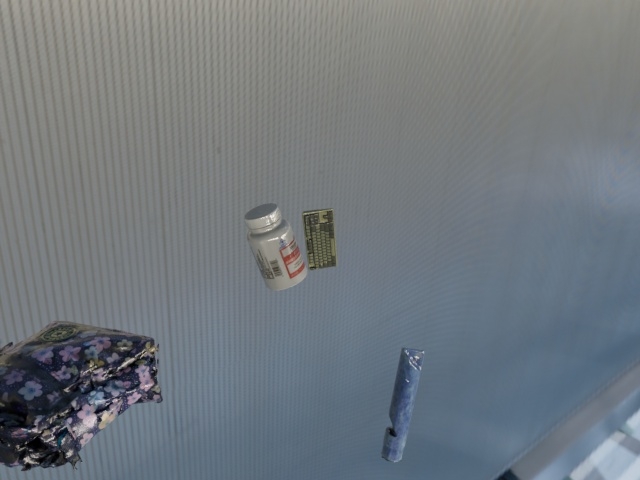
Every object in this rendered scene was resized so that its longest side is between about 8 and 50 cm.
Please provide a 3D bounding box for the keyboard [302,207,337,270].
[{"bbox_3d":[0.000,0.000,1.032,0.049,0.015,0.129,-5,135,0],"label":"keyboard"}]

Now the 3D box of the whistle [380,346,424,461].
[{"bbox_3d":[0.206,0.411,1.649,0.062,0.062,0.304,-6,111,-44],"label":"whistle"}]

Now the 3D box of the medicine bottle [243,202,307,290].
[{"bbox_3d":[-0.080,0.010,1.132,0.079,0.079,0.140,-34,118,-29],"label":"medicine bottle"}]

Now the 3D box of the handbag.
[{"bbox_3d":[-0.332,0.180,0.800,0.208,0.229,0.126,-28,119,-51],"label":"handbag"}]
